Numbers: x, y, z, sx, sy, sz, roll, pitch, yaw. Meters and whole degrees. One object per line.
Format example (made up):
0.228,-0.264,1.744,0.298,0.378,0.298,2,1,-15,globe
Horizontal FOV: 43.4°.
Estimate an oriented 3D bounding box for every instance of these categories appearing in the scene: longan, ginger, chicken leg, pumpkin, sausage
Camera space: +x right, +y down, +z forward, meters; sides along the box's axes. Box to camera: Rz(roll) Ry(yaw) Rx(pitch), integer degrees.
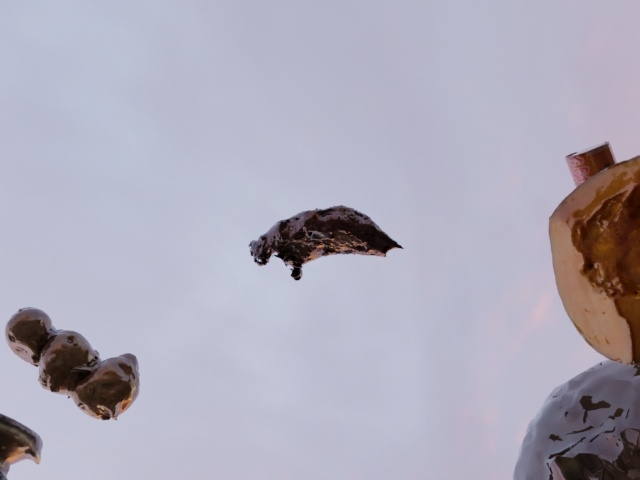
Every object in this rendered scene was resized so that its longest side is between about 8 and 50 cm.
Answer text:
0.449,0.332,1.033,0.391,0.391,0.391,-8,-70,-23,longan
-0.337,0.163,1.079,0.204,0.104,0.080,29,-44,4,ginger
0.000,0.000,1.198,0.234,0.063,0.105,-15,-54,24,chicken leg
0.210,-0.004,0.382,0.108,0.183,0.119,2,-102,-23,pumpkin
0.445,-0.031,1.224,0.071,0.071,0.234,-23,-86,-17,sausage

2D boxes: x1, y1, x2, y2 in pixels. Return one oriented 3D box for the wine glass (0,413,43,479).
-0.288,0.222,0.588,0.111,0.111,0.204,38,-128,-30,wine glass
